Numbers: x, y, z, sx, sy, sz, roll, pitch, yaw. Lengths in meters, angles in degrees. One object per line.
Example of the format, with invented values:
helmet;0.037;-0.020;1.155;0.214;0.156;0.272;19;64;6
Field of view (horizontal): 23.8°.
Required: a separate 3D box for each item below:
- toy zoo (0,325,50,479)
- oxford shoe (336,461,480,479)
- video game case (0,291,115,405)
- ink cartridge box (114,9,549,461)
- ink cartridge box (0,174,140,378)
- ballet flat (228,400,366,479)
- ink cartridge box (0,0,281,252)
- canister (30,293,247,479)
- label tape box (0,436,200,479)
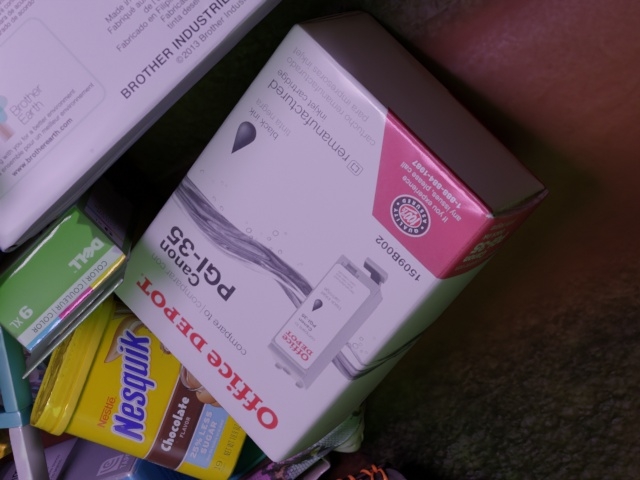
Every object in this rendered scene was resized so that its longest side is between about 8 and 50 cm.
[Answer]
toy zoo;-0.336;0.155;1.313;0.192;0.030;0.293;-7;98;19
oxford shoe;0.023;0.232;1.321;0.271;0.097;0.098;10;105;-24
video game case;-0.274;0.067;1.337;0.173;0.022;0.190;16;121;0
ink cartridge box;0.000;0.000;1.155;0.207;0.117;0.283;45;119;12
ink cartridge box;-0.203;0.017;1.173;0.109;0.209;0.062;-43;104;8
ballet flat;-0.014;0.175;1.333;0.079;0.077;0.221;28;127;-28
ink cartridge box;-0.240;-0.231;1.016;0.270;0.151;0.395;-43;96;5
canister;-0.142;0.125;1.281;0.170;0.073;0.126;22;79;-16
label tape box;-0.242;0.327;1.431;0.347;0.115;0.249;-20;114;23
